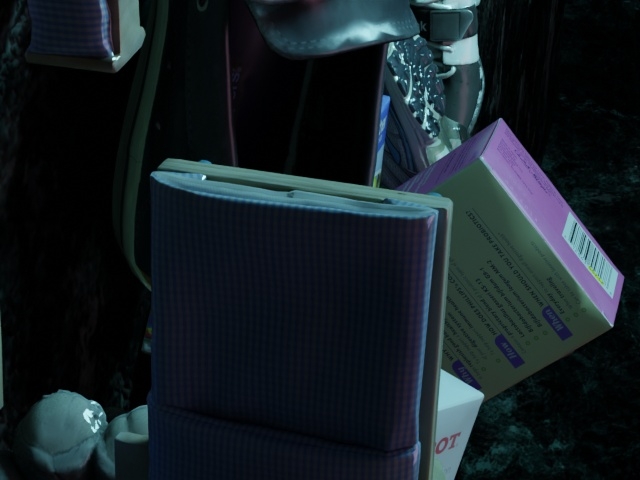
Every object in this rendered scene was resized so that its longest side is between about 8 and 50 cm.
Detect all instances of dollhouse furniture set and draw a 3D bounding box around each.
[{"bbox_3d":[-0.079,0.039,0.575,0.198,0.303,0.286,-58,155,-60],"label":"dollhouse furniture set"}]

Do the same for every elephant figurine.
[{"bbox_3d":[-0.128,0.190,0.858,0.186,0.169,0.239,-43,170,-19],"label":"elephant figurine"}]

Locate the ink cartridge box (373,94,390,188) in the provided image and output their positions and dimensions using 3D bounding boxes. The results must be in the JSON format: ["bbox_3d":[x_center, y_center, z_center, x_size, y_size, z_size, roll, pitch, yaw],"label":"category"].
[{"bbox_3d":[0.000,0.000,1.189,0.186,0.065,0.311,-50,147,-65],"label":"ink cartridge box"}]

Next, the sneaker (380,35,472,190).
[{"bbox_3d":[0.072,-0.119,1.530,0.283,0.122,0.110,61,28,-33],"label":"sneaker"}]

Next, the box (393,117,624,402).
[{"bbox_3d":[0.144,0.039,1.475,0.213,0.243,0.117,50,28,-9],"label":"box"}]

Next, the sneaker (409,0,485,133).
[{"bbox_3d":[0.118,-0.258,1.618,0.146,0.122,0.331,25,69,-68],"label":"sneaker"}]

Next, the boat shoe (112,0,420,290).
[{"bbox_3d":[-0.014,-0.169,0.867,0.186,0.156,0.500,-14,124,-43],"label":"boat shoe"}]

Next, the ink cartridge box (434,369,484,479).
[{"bbox_3d":[-0.029,0.233,1.065,0.223,0.129,0.307,-7,119,-52],"label":"ink cartridge box"}]

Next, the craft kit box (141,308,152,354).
[{"bbox_3d":[-0.057,-0.010,1.179,0.246,0.061,0.250,52,50,-76],"label":"craft kit box"}]

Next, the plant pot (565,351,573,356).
[{"bbox_3d":[0.191,0.021,1.911,0.256,0.256,0.274,47,38,-74],"label":"plant pot"}]
